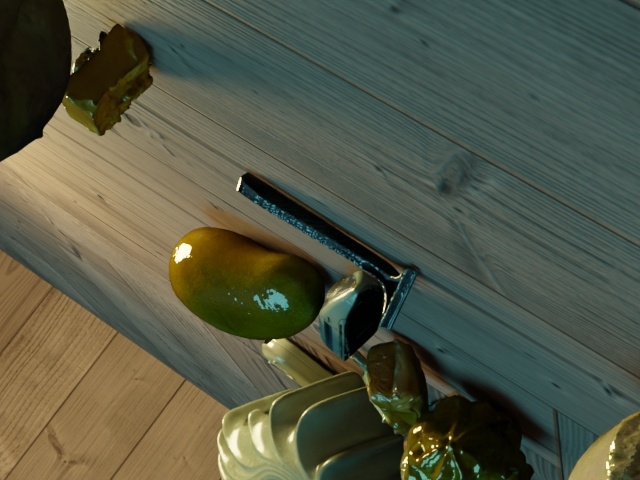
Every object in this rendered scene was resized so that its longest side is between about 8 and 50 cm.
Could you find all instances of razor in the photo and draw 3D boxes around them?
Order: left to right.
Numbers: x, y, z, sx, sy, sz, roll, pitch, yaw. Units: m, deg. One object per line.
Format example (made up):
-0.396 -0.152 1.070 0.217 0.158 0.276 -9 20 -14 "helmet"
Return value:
0.003 -0.002 1.194 0.190 0.033 0.066 35 124 20 "razor"

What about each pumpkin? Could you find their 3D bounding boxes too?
-0.174 -0.129 1.101 0.054 0.074 0.083 42 168 3 "pumpkin"

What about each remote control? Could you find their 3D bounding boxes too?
0.007 0.209 1.951 0.221 0.042 0.078 38 169 -7 "remote control"

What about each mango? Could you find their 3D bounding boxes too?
-0.076 0.047 1.459 0.227 0.099 0.136 7 143 51 "mango"

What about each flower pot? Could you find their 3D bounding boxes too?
-0.020 0.324 1.849 0.367 0.165 0.254 -23 84 58 "flower pot"

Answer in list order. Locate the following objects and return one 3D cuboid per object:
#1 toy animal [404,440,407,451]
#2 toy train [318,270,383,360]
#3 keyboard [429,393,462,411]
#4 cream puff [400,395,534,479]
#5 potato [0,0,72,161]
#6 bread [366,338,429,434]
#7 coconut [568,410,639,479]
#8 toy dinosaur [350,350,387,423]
0.147 0.360 1.921 0.165 0.149 0.248 47 164 34 "toy animal"
0.025 0.063 1.328 0.048 0.055 0.252 44 169 11 "toy train"
0.156 0.200 1.565 0.055 0.014 0.176 37 168 2 "keyboard"
0.156 0.221 1.392 0.146 0.146 0.116 39 150 -12 "cream puff"
-0.318 -0.135 0.964 0.237 0.289 0.301 53 164 -1 "potato"
0.085 0.155 1.450 0.053 0.074 0.132 -9 151 11 "bread"
0.247 0.191 0.967 0.147 0.147 0.152 35 161 8 "coconut"
0.073 0.175 1.662 0.106 0.044 0.187 45 -174 27 "toy dinosaur"
